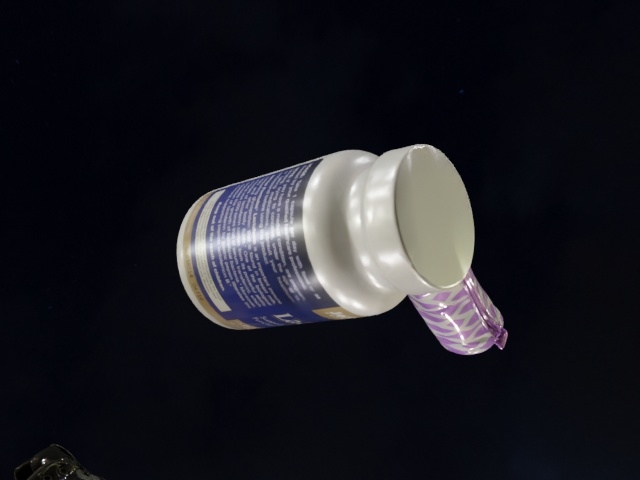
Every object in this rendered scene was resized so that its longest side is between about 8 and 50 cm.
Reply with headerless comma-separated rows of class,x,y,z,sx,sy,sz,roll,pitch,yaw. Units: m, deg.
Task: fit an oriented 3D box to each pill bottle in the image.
pill bottle,0.000,0.000,0.674,0.153,0.265,0.153,14,-109,-46

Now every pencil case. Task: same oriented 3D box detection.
pencil case,0.144,0.050,0.800,0.206,0.088,0.086,53,-127,-46

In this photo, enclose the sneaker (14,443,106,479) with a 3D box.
sneaker,-0.233,0.269,0.699,0.293,0.102,0.146,6,-128,-42
